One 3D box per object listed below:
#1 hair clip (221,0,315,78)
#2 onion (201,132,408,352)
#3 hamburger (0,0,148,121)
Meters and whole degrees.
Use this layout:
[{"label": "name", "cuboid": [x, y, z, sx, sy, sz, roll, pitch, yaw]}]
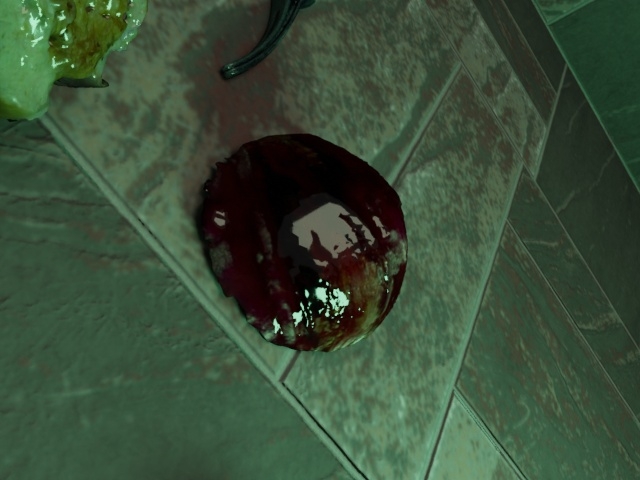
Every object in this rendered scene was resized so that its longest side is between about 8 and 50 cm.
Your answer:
[{"label": "hair clip", "cuboid": [-0.075, -0.319, 0.980, 0.083, 0.048, 0.275, 47, 44, -30]}, {"label": "onion", "cuboid": [0.000, 0.000, 0.838, 0.280, 0.146, 0.314, -20, 92, -47]}, {"label": "hamburger", "cuboid": [-0.283, -0.276, 0.536, 0.195, 0.277, 0.317, -35, 139, -52]}]
